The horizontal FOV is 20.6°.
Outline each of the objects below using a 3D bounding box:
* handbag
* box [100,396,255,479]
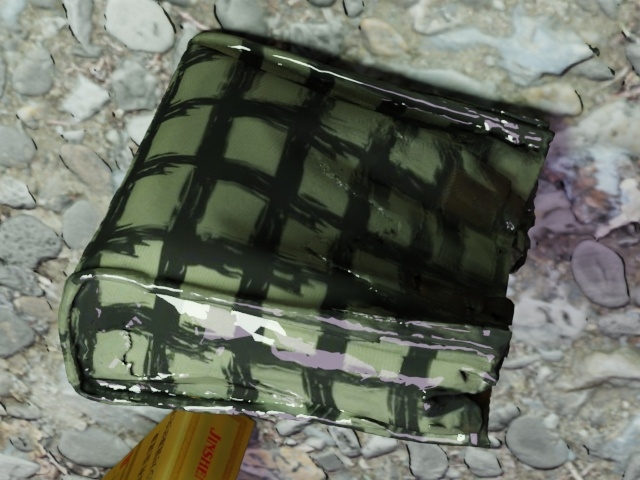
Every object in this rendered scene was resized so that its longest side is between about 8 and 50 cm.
[{"bbox_3d":[0.000,0.000,1.367,0.327,0.325,0.162,13,132,5],"label":"handbag"},{"bbox_3d":[-0.185,0.287,1.743,0.076,0.174,0.274,36,127,-13],"label":"box"}]
